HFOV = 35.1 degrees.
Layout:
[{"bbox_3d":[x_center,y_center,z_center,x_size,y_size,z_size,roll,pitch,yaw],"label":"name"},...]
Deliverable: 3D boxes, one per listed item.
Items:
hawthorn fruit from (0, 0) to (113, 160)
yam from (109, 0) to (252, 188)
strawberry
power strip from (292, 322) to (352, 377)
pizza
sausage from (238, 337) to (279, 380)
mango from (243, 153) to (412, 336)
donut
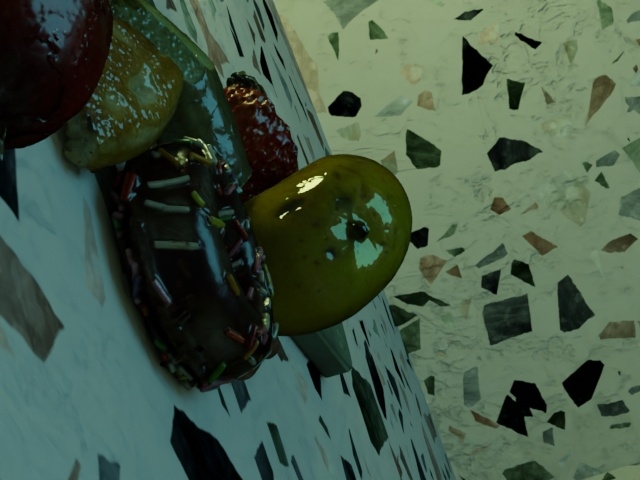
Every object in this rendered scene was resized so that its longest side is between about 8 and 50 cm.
[{"bbox_3d":[-0.207,-0.125,0.647,0.148,0.148,0.172,53,32,-65],"label":"hawthorn fruit"},{"bbox_3d":[-0.166,-0.173,1.169,0.106,0.106,0.259,-87,157,-70],"label":"yam"},{"bbox_3d":[-0.113,-0.111,1.410,0.175,0.107,0.236,0,-68,57],"label":"strawberry"},{"bbox_3d":[-0.021,0.093,1.648,0.265,0.059,0.193,57,16,-56],"label":"power strip"},{"bbox_3d":[-0.205,-0.145,0.927,0.161,0.062,0.182,54,33,-28],"label":"pizza"},{"bbox_3d":[-0.079,0.135,1.228,0.186,0.043,0.043,-21,92,-82],"label":"sausage"},{"bbox_3d":[0.000,0.000,1.287,0.182,0.253,0.365,59,11,-3],"label":"mango"},{"bbox_3d":[-0.119,0.019,1.014,0.270,0.103,0.269,-19,90,-84],"label":"donut"}]
